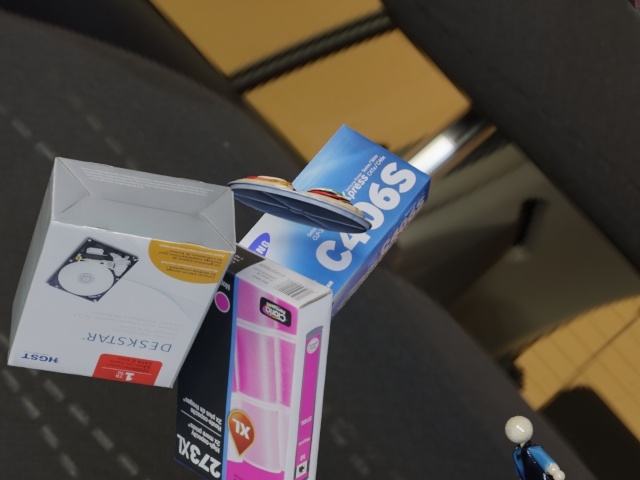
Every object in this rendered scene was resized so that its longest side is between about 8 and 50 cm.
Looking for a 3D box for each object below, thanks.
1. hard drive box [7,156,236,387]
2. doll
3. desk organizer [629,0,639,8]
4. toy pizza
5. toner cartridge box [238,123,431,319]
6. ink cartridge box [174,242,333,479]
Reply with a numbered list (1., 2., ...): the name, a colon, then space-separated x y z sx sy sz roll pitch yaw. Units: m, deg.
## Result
1. hard drive box: -0.204 0.038 1.325 0.181 0.232 0.089 10 47 -17
2. doll: 0.290 0.322 1.727 0.129 0.046 0.189 125 -49 -69
3. desk organizer: 0.461 -0.358 1.723 0.050 0.130 0.047 71 -4 -45
4. toy pizza: -0.026 -0.053 1.744 0.201 0.032 0.201 16 -8 2
5. toner cartridge box: 0.000 0.000 1.925 0.165 0.348 0.075 31 -27 16
6. ink cartridge box: -0.082 0.190 1.471 0.176 0.069 0.371 25 -55 34
